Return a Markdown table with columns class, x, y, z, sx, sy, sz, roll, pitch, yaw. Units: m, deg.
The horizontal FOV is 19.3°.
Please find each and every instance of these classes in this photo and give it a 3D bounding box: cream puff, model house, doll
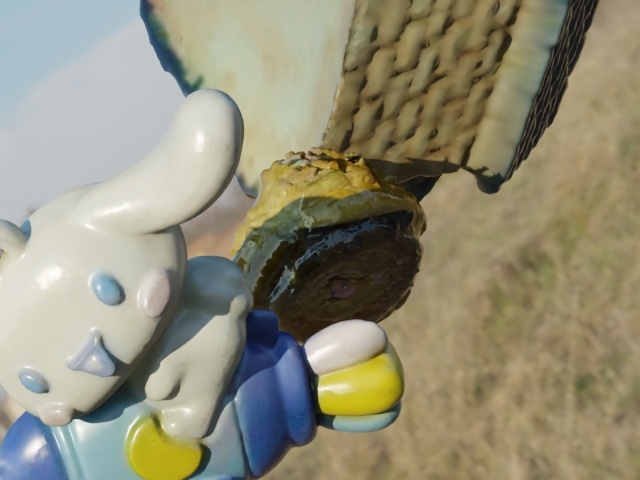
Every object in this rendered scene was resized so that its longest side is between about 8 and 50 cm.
| class | x | y | z | sx | sy | sz | roll | pitch | yaw |
| --- | --- | --- | --- | --- | --- | --- | --- | --- | --- |
| cream puff | 0.000 | 0.000 | 1.642 | 0.189 | 0.129 | 0.189 | -20 | -36 | -16 |
| model house | 0.087 | -0.270 | 1.869 | 0.400 | 0.445 | 0.395 | -9 | -52 | -28 |
| doll | -0.128 | 0.101 | 1.396 | 0.376 | 0.365 | 0.187 | -24 | 41 | 30 |
